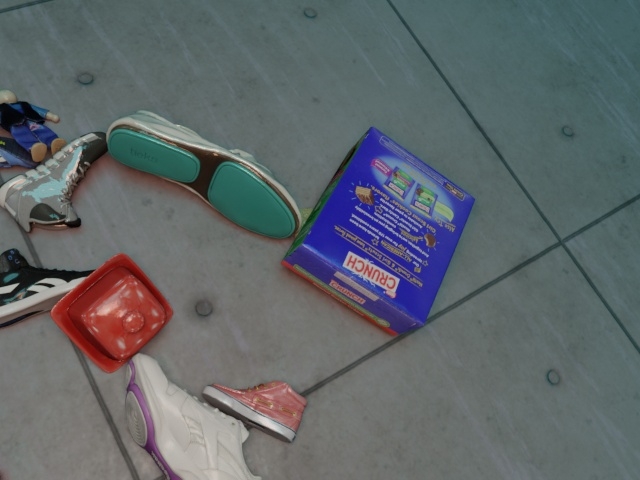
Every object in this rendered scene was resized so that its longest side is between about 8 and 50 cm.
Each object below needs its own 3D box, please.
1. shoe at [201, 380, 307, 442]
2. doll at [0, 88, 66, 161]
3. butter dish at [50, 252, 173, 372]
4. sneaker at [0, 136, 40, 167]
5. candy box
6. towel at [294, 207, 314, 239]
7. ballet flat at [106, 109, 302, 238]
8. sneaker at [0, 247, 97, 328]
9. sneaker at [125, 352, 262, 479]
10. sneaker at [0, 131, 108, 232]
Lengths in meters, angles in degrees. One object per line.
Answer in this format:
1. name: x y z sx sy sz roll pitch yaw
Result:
1. shoe: -0.111 0.274 0.993 0.177 0.063 0.081 28 59 -3
2. doll: -0.559 -0.225 1.091 0.189 0.046 0.129 42 43 21
3. butter dish: -0.324 0.126 0.944 0.160 0.118 0.160 -46 118 -26
4. sneaker: -0.600 -0.159 1.065 0.144 0.059 0.053 16 32 -24
5. candy box: 0.120 -0.019 1.114 0.268 0.122 0.317 34 59 -6
6. towel: 0.000 0.000 1.152 0.110 0.027 0.148 -7 70 -15
7. ballet flat: -0.206 -0.143 1.109 0.400 0.139 0.139 26 64 -10
8. sneaker: -0.479 0.058 0.982 0.216 0.079 0.121 -19 72 -20
9. sneaker: -0.213 0.313 0.941 0.152 0.114 0.305 -22 72 -43
10. sneaker: -0.460 -0.093 1.058 0.228 0.086 0.132 -37 85 -14
